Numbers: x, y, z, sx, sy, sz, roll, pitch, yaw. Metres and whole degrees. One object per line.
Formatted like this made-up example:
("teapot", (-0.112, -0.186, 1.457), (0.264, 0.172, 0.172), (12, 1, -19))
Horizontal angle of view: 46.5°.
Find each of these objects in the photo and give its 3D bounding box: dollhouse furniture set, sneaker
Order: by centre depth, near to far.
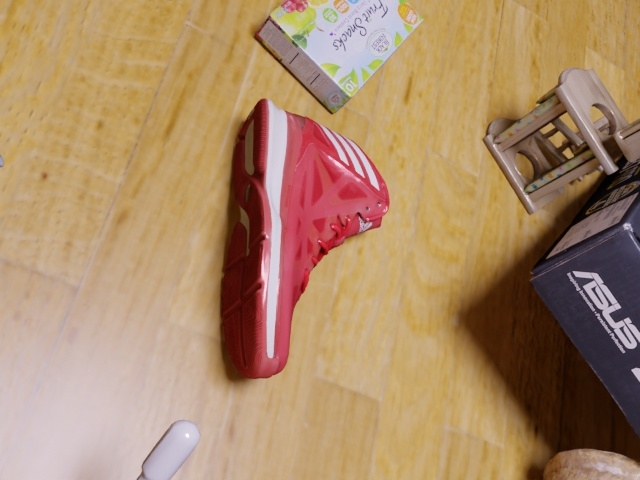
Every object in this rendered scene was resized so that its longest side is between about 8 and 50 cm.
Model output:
("sneaker", (0.000, 0.000, 0.568), (0.128, 0.087, 0.221), (12, 67, -24))
("dollhouse furniture set", (0.281, -0.130, 0.716), (0.161, 0.182, 0.101), (-30, 87, -34))

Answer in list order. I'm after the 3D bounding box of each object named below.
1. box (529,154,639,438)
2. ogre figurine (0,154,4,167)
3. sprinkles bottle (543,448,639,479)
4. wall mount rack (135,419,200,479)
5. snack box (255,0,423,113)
("box", (0.361, 0.073, 0.669), (0.318, 0.097, 0.395), (57, 37, 1))
("ogre figurine", (-0.277, -0.056, 0.435), (0.118, 0.097, 0.197), (46, 39, 15))
("sprinkles bottle", (0.161, 0.323, 0.510), (0.121, 0.121, 0.355), (40, 57, -10))
("wall mount rack", (-0.073, 0.286, 0.387), (0.350, 0.130, 0.304), (35, 58, -14))
("snack box", (0.021, -0.196, 0.685), (0.100, 0.037, 0.141), (44, 56, -9))
